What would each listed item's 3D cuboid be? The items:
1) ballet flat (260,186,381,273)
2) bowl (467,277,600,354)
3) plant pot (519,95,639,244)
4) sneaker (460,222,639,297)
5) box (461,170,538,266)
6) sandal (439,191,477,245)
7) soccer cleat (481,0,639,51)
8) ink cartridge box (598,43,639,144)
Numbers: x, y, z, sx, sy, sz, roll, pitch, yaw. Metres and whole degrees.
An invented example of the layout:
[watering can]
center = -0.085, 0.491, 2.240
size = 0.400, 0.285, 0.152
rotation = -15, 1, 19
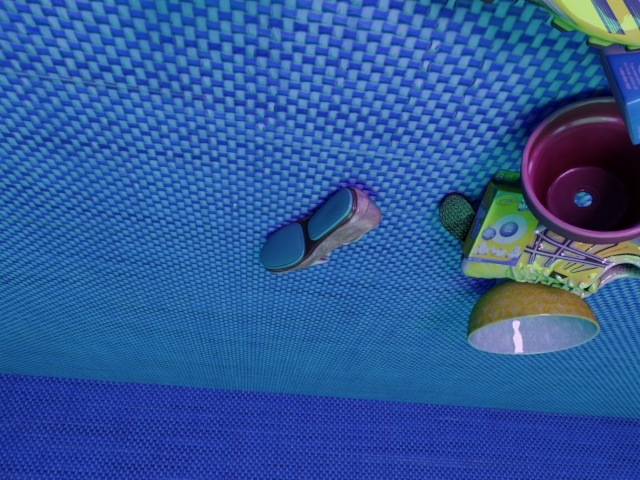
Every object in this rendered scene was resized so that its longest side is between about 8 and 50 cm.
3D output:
[ballet flat]
center = 0.000, 0.000, 0.935
size = 0.106, 0.108, 0.315
rotation = 17, 149, -37
[bowl]
center = 0.498, 0.162, 1.115
size = 0.288, 0.156, 0.290
rotation = 3, 150, 1
[plant pot]
center = 0.407, -0.082, 0.686
size = 0.201, 0.202, 0.180
rotation = -10, 163, 22
[sneaker]
center = 0.470, 0.035, 0.908
size = 0.384, 0.147, 0.145
rotation = -13, 149, 29
[box]
center = 0.342, -0.038, 0.842
size = 0.105, 0.043, 0.179
rotation = 6, 122, -7
[sandal]
center = 0.288, -0.028, 0.903
size = 0.067, 0.040, 0.179
rotation = -24, 122, 31
[soccer cleat]
center = 0.249, -0.264, 0.420
size = 0.288, 0.094, 0.121
rotation = 18, 157, 0
[ink cartridge box]
center = 0.419, -0.213, 0.481
size = 0.203, 0.148, 0.085
rotation = -17, 144, 32
